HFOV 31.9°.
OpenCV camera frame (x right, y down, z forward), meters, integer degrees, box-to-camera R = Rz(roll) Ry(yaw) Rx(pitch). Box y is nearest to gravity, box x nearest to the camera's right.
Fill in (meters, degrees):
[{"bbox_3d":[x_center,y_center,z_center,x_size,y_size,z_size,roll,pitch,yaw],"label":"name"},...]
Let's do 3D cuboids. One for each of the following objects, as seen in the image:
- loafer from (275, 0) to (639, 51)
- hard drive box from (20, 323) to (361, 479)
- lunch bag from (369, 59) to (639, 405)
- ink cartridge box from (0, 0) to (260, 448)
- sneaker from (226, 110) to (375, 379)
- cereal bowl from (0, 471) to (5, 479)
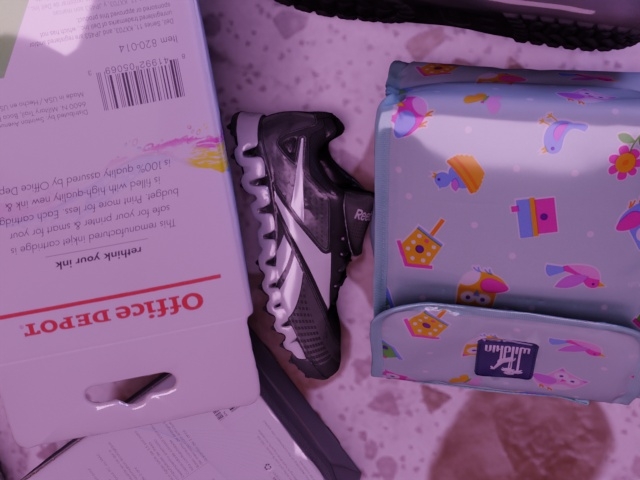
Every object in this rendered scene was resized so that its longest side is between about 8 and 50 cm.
[{"bbox_3d":[0.074,-0.235,0.852,0.366,0.134,0.130,11,89,5],"label":"loafer"},{"bbox_3d":[-0.112,0.208,0.972,0.232,0.089,0.181,-35,92,13],"label":"hard drive box"},{"bbox_3d":[0.148,0.006,0.859,0.224,0.160,0.262,4,112,6],"label":"lunch bag"},{"bbox_3d":[-0.170,-0.036,0.842,0.207,0.119,0.353,-10,112,-5],"label":"ink cartridge box"},{"bbox_3d":[0.000,0.000,0.921,0.106,0.078,0.234,-11,96,14],"label":"sneaker"},{"bbox_3d":[-0.441,0.296,0.972,0.339,0.141,0.338,-2,102,-8],"label":"cereal bowl"}]
